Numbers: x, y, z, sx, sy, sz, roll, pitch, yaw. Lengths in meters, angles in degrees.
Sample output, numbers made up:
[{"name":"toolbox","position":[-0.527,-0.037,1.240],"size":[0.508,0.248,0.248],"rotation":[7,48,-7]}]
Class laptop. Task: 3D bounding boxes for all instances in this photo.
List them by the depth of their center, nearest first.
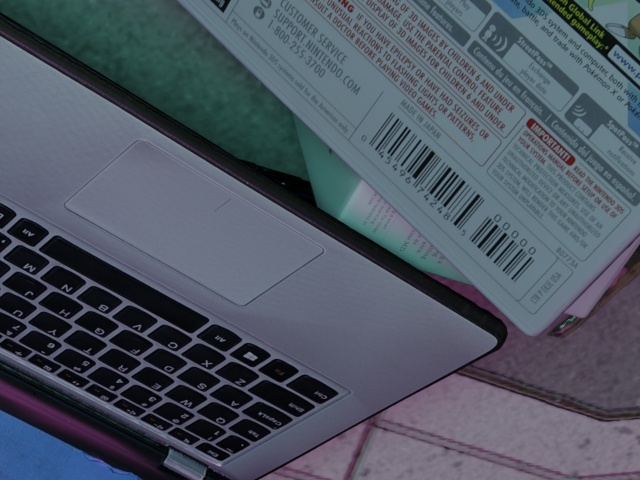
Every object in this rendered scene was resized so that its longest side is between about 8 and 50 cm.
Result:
[{"name":"laptop","position":[-0.184,0.125,0.893],"size":[0.382,0.236,0.408],"rotation":[31,139,-24]}]

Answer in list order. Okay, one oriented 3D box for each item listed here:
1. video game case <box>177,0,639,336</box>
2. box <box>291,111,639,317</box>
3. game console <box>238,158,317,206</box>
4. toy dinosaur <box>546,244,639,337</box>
[{"name":"video game case","position":[0.059,-0.156,0.737],"size":[0.329,0.036,0.300],"rotation":[44,134,8]},{"name":"box","position":[0.085,-0.049,0.937],"size":[0.170,0.130,0.091],"rotation":[16,123,-24]},{"name":"game console","position":[0.000,0.000,0.996],"size":[0.122,0.071,0.107],"rotation":[16,123,-22]},{"name":"toy dinosaur","position":[0.258,-0.024,1.044],"size":[0.118,0.064,0.268],"rotation":[19,124,-18]}]
